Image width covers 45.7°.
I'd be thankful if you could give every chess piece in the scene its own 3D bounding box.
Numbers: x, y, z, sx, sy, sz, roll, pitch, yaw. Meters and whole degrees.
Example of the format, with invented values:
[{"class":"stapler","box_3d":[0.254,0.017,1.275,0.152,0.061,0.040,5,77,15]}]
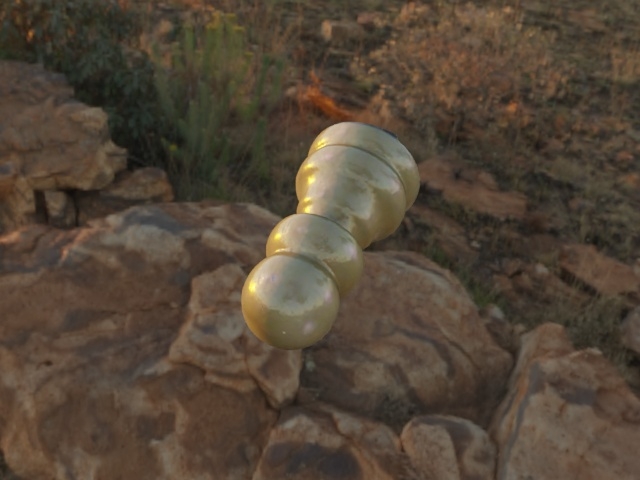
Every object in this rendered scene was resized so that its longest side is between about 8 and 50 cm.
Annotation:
[{"class":"chess piece","box_3d":[0.000,0.000,0.546,0.094,0.094,0.170,18,52,20]}]
